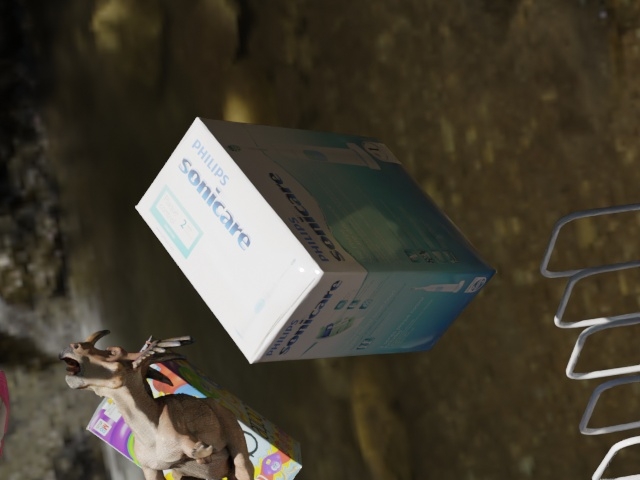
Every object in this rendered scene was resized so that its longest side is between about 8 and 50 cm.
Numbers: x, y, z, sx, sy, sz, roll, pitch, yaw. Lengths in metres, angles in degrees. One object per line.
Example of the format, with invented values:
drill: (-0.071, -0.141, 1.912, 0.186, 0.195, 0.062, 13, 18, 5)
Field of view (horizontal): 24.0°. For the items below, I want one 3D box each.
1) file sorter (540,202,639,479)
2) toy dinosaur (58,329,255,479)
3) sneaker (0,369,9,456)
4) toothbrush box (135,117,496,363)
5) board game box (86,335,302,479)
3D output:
file sorter: (0.362, 0.114, 1.661, 0.193, 0.173, 0.278, 89, 172, -66)
toy dinosaur: (-0.149, 0.211, 1.704, 0.295, 0.127, 0.200, 44, -159, -48)
sneaker: (-0.335, 0.173, 1.116, 0.111, 0.252, 0.103, 38, -162, -40)
toothbrush box: (0.000, 0.000, 1.502, 0.216, 0.295, 0.126, 50, 117, 26)
board game box: (-0.177, 0.281, 2.169, 0.142, 0.275, 0.144, -53, 6, 3)
